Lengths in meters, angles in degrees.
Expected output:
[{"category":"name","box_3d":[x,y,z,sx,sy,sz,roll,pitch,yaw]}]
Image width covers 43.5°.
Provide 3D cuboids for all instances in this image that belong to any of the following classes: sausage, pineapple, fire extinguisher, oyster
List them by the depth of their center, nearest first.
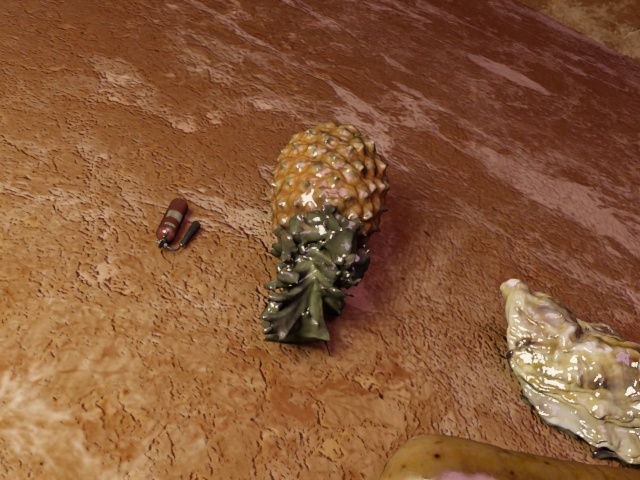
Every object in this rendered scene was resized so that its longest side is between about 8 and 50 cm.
[{"category":"sausage","box_3d":[0.291,0.283,0.790,0.501,0.123,0.136,11,9,-15]},{"category":"pineapple","box_3d":[0.000,0.000,0.968,0.169,0.169,0.340,18,40,-6]},{"category":"oyster","box_3d":[0.374,0.155,0.996,0.351,0.114,0.238,30,37,10]},{"category":"fire extinguisher","box_3d":[-0.178,-0.011,0.999,0.046,0.032,0.100,48,28,-25]}]
